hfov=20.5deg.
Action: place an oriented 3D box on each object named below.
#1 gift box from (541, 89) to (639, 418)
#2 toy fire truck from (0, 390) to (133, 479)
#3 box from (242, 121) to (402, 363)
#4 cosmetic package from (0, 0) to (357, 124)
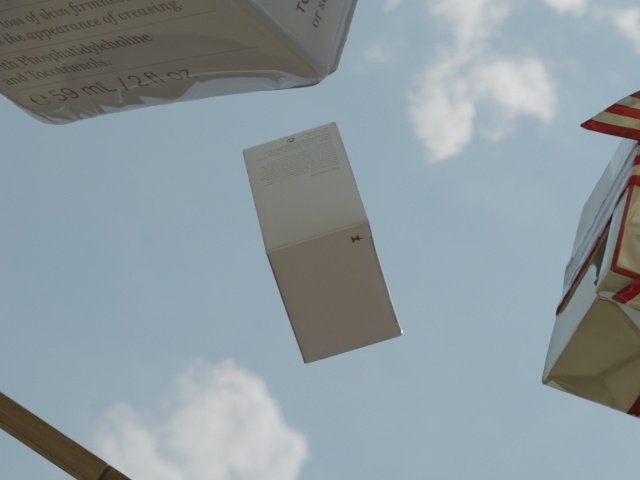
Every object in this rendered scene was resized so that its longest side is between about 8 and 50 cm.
[{"bbox_3d":[0.334,0.021,1.582,0.276,0.255,0.258,15,-33,-4],"label":"gift box"},{"bbox_3d":[-0.110,0.170,0.864,0.217,0.159,0.246,145,-64,-67],"label":"toy fire truck"},{"bbox_3d":[0.000,0.000,1.559,0.170,0.091,0.130,-105,178,-56],"label":"box"},{"bbox_3d":[-0.186,-0.330,1.299,0.329,0.394,0.327,-5,-121,42],"label":"cosmetic package"}]
